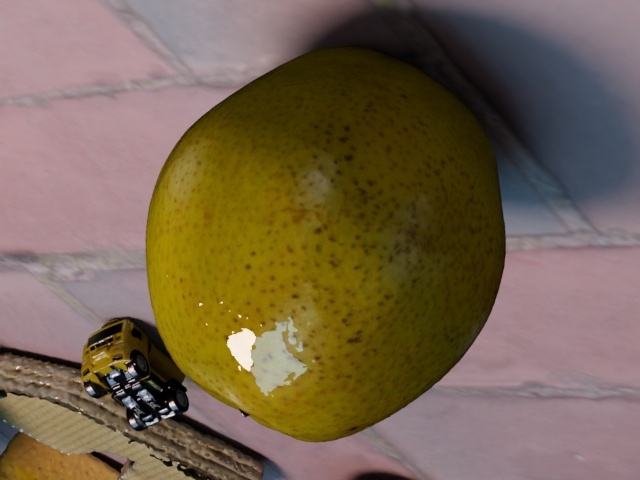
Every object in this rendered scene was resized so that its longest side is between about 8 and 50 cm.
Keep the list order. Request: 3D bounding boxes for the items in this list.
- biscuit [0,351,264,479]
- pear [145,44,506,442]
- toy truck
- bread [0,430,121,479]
[{"bbox_3d":[-0.178,0.163,1.569,0.250,0.046,0.147,29,156,-13],"label":"biscuit"},{"bbox_3d":[-0.001,-0.001,0.939,0.198,0.198,0.198,18,154,9],"label":"pear"},{"bbox_3d":[-0.140,0.098,1.399,0.049,0.054,0.083,-25,133,24],"label":"toy truck"},{"bbox_3d":[-0.219,0.308,1.733,0.264,0.167,0.163,37,151,-6],"label":"bread"}]
